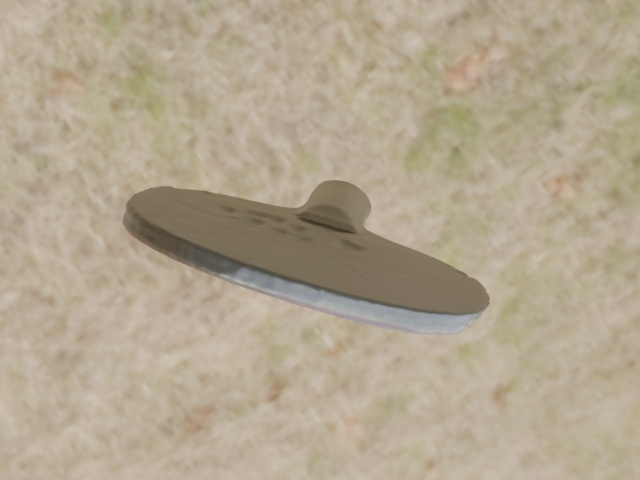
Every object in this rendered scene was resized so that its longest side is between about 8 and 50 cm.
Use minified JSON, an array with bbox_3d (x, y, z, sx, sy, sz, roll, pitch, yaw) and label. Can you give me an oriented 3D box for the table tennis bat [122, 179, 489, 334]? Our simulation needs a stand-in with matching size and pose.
[{"bbox_3d":[0.000,0.000,0.565,0.234,0.131,0.022,-54,160,-80],"label":"table tennis bat"}]
